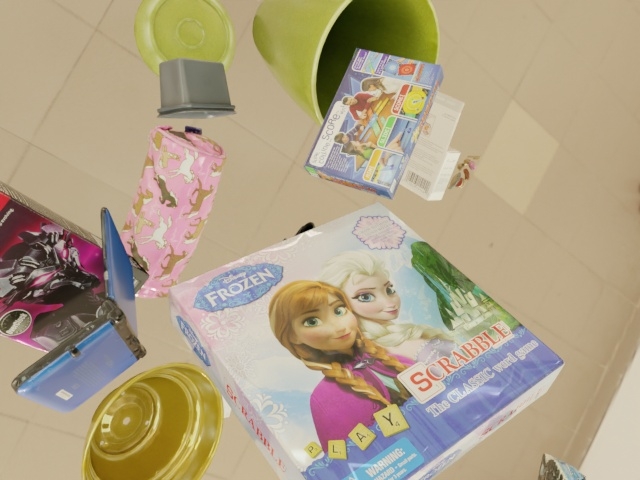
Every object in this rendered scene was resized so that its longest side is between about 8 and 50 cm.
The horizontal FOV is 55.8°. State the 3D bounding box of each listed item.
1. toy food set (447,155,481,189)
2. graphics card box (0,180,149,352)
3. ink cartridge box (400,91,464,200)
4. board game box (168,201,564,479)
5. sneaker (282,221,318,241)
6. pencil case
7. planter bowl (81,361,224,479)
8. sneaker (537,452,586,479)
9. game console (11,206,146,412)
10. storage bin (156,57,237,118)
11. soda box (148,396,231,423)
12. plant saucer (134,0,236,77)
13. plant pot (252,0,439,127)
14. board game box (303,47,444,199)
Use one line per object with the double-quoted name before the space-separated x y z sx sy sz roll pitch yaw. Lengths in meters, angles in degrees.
"toy food set" 0.427 -0.204 1.799 0.019 0.078 0.122 34 81 -31
"graphics card box" -0.523 0.063 1.098 0.233 0.094 0.371 -52 141 -4
"ink cartridge box" 0.239 -0.283 1.589 0.066 0.296 0.261 -6 123 -42
"board game box" 0.045 0.113 0.680 0.319 0.318 0.066 -24 141 -31
"sneaker" 0.000 0.000 1.410 0.235 0.084 0.097 -27 124 -39
"pencil case" -0.339 -0.057 1.315 0.160 0.167 0.386 7 116 -39
"planter bowl" -0.242 0.258 0.818 0.217 0.090 0.217 -16 112 -46
"sneaker" 0.391 0.378 0.950 0.073 0.162 0.063 12 89 14
"game console" -0.386 0.125 0.986 0.250 0.293 0.173 -38 78 -20
"storage bin" -0.219 -0.258 1.033 0.135 0.098 0.091 -15 101 -55
"soda box" -0.321 0.405 1.493 0.216 0.069 0.074 4 107 -44
"plant saucer" -0.302 -0.472 1.387 0.241 0.037 0.241 -4 98 -29
"plant pot" 0.010 -0.350 1.080 0.275 0.293 0.275 -24 132 -29
"board game box" 0.076 -0.171 0.866 0.201 0.136 0.035 -66 157 -10
